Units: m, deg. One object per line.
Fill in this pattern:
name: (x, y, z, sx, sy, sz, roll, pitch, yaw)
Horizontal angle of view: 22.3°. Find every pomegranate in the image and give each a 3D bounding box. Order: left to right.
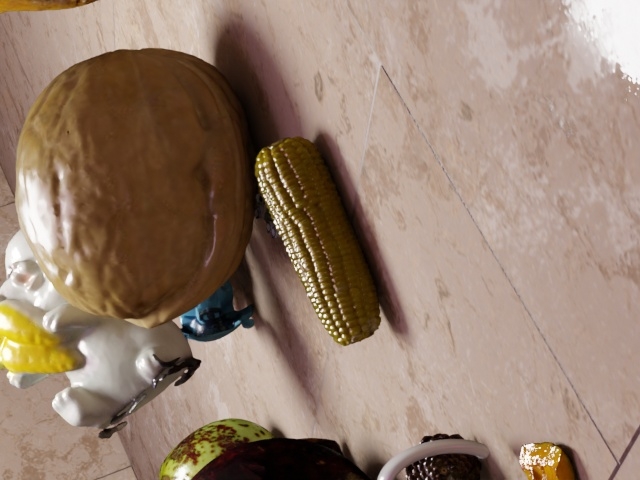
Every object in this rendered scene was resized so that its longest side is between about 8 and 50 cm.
pomegranate: (-0.119, 0.370, 2.279, 0.276, 0.204, 0.222, -168, 75, -67)

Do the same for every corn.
corn: (0.000, 0.000, 1.709, 0.231, 0.080, 0.080, 66, 163, 7)

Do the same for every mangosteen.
mangosteen: (-0.049, 0.376, 1.927, 0.311, 0.311, 0.311, 160, 90, -73)

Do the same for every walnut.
walnut: (-0.214, -0.061, 1.917, 0.333, 0.332, 0.333, 160, 90, -73)

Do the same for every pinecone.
pinecone: (0.118, 0.226, 1.594, 0.083, 0.077, 0.077, 112, 137, -81)

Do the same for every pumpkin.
pumpkin: (0.199, 0.224, 1.403, 0.073, 0.035, 0.101, -174, 63, -75)

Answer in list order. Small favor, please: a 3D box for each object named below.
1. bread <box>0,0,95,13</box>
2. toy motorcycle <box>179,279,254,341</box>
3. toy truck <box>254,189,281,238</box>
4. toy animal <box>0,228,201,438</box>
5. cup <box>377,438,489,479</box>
bread: (-0.315, -0.390, 1.981, 0.179, 0.340, 0.194, 19, 123, 26)
toy motorcycle: (-0.165, 0.033, 2.193, 0.182, 0.123, 0.272, -117, 16, -49)
toy truck: (-0.046, -0.034, 1.879, 0.083, 0.039, 0.044, 45, 135, 52)
toy animal: (-0.296, 0.080, 2.089, 0.310, 0.247, 0.183, 54, 138, 12)
cup: (0.122, 0.278, 1.516, 0.134, 0.142, 0.173, 116, 131, -68)
